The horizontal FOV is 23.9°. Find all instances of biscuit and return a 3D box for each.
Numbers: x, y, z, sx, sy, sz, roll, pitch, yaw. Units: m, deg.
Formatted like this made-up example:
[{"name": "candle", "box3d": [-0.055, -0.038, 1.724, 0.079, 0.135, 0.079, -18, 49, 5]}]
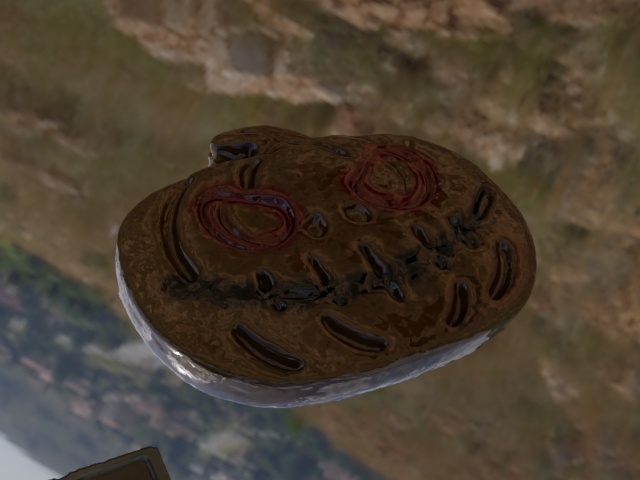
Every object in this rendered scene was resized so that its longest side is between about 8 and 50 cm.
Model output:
[{"name": "biscuit", "box3d": [0.000, -0.001, 1.330, 0.314, 0.367, 0.063, 56, 152, 35]}]

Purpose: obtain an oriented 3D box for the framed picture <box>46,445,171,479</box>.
[{"name": "framed picture", "box3d": [-0.189, 0.256, 0.946, 0.192, 0.265, 0.018, 65, 158, 18]}]
